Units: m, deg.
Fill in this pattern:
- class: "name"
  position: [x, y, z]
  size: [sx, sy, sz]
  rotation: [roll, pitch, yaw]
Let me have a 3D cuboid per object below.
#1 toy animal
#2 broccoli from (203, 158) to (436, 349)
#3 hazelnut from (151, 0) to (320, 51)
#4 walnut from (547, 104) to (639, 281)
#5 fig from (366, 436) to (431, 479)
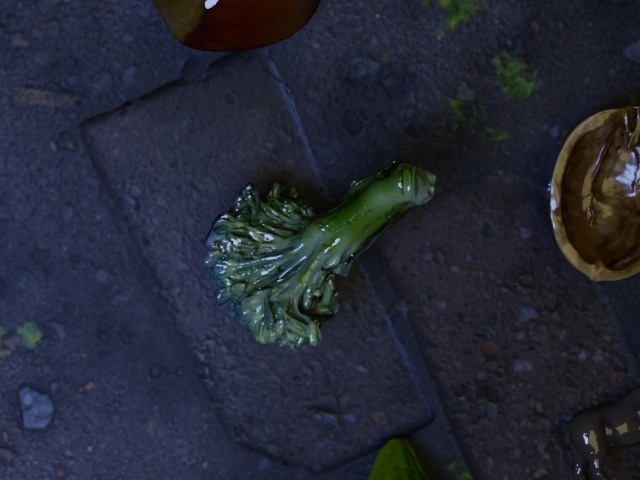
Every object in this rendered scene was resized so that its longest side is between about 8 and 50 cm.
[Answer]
- class: "toy animal"
  position: [0.390, 0.203, 1.718]
  size: [0.214, 0.094, 0.186]
  rotation: [-14, 87, 1]
- class: "broccoli"
  position: [-0.010, 0.015, 1.546]
  size: [0.177, 0.275, 0.198]
  rotation: [44, 55, -22]
- class: "hazelnut"
  position: [-0.092, -0.311, 1.571]
  size: [0.181, 0.181, 0.212]
  rotation: [-17, 86, 14]
- class: "walnut"
  position: [0.332, -0.060, 1.694]
  size: [0.167, 0.087, 0.211]
  rotation: [18, 93, -16]
- class: "fig"
  position: [0.099, 0.359, 1.650]
  size: [0.167, 0.167, 0.234]
  rotation: [1, 100, -9]
